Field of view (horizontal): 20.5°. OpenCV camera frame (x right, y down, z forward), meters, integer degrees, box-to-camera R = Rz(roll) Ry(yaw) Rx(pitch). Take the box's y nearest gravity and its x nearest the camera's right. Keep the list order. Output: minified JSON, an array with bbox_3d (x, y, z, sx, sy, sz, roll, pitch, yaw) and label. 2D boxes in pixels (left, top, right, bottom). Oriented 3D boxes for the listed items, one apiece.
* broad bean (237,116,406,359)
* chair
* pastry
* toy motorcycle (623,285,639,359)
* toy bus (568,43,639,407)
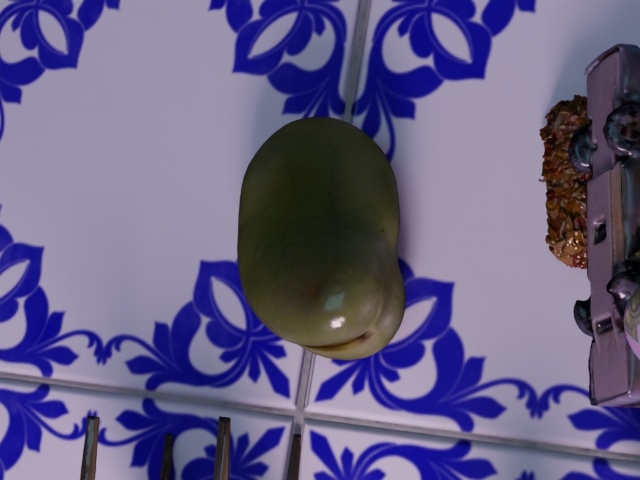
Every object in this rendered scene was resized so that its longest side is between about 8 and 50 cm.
[{"bbox_3d":[0.000,0.000,1.754,0.189,0.121,0.263,-26,53,26],"label":"broad bean"},{"bbox_3d":[-0.130,0.311,1.705,0.188,0.166,0.272,-3,77,27],"label":"chair"},{"bbox_3d":[0.241,-0.060,1.657,0.087,0.063,0.169,-11,74,28],"label":"pastry"},{"bbox_3d":[0.362,0.094,1.414,0.188,0.327,0.143,7,71,37],"label":"toy motorcycle"},{"bbox_3d":[0.300,-0.011,1.564,0.138,0.112,0.317,4,81,-12],"label":"toy bus"}]
